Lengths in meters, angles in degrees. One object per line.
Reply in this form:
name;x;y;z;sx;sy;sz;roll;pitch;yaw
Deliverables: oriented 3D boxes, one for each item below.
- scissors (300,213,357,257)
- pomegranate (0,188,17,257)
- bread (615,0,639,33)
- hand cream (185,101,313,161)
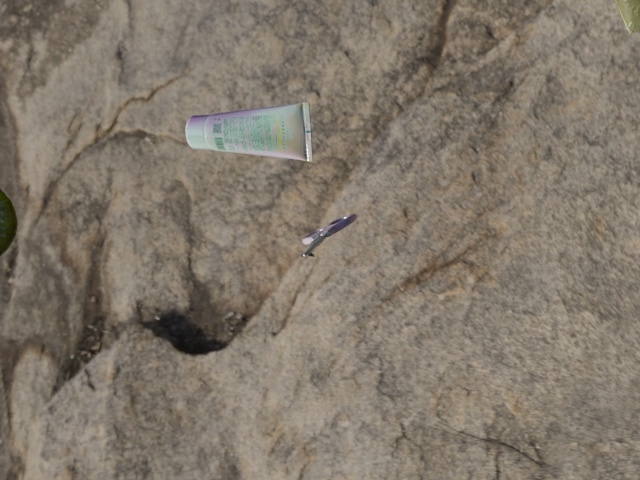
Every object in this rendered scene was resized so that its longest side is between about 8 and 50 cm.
scissors;0.000;-0.001;1.113;0.110;0.212;0.021;-26;99;19
pomegranate;-0.377;-0.037;0.610;0.122;0.169;0.143;5;58;22
bread;0.428;-0.330;0.753;0.189;0.125;0.068;-19;20;25
hand cream;-0.092;-0.142;0.873;0.174;0.047;0.076;3;109;22
